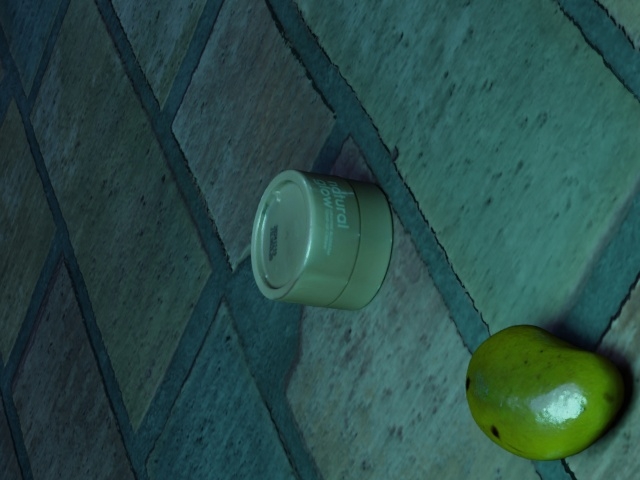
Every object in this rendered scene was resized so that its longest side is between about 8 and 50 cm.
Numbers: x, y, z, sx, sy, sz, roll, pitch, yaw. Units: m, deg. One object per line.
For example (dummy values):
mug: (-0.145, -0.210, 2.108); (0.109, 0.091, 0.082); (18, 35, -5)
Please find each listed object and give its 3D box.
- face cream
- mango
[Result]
face cream: (0.000, 0.000, 1.996); (0.149, 0.104, 0.149); (-26, 60, 57)
mango: (0.198, 0.141, 1.608); (0.178, 0.090, 0.115); (24, 96, 53)
